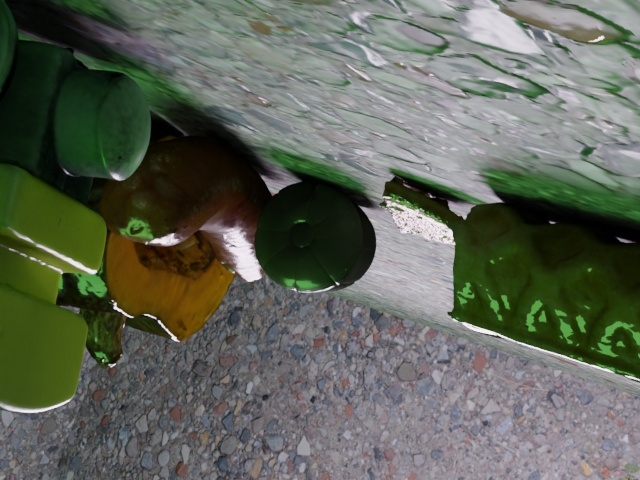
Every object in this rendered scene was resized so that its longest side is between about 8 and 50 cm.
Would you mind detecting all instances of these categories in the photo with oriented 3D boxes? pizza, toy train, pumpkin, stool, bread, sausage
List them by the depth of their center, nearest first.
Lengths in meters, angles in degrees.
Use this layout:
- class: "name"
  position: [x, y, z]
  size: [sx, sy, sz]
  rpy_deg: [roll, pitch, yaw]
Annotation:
- class: "bread"
  position: [0.202, 0.046, 0.621]
  size: [0.269, 0.098, 0.087]
  rpy_deg: [17, -144, 35]
- class: "toy train"
  position: [-0.326, -0.026, 0.645]
  size: [0.442, 0.272, 0.179]
  rpy_deg: [7, 169, 13]
- class: "pizza"
  position: [0.074, -0.021, 0.758]
  size: [0.083, 0.025, 0.078]
  rpy_deg: [29, 168, -14]
- class: "sausage"
  position: [-0.094, -0.030, 0.882]
  size: [0.076, 0.103, 0.302]
  rpy_deg: [8, 173, 15]
- class: "stool"
  position: [0.000, 0.000, 0.916]
  size: [0.096, 0.096, 0.110]
  rpy_deg: [19, -179, 17]
- class: "pumpkin"
  position: [-0.188, 0.007, 0.980]
  size: [0.139, 0.222, 0.317]
  rpy_deg: [20, 174, 13]
